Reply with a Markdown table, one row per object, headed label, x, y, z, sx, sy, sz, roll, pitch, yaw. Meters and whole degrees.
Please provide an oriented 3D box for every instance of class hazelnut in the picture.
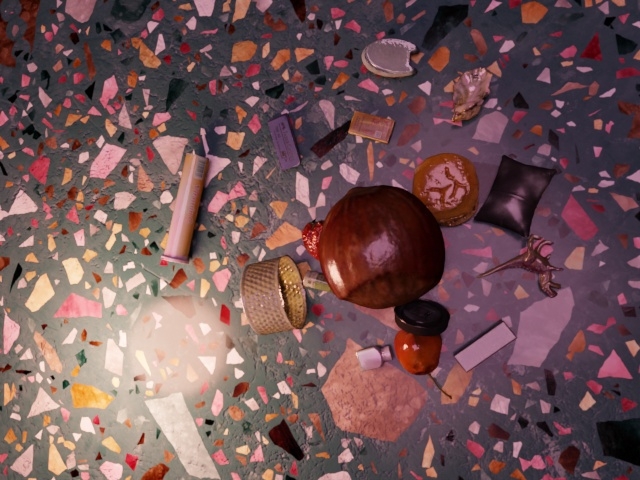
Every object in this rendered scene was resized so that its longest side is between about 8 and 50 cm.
| label | x | y | z | sx | sy | sz | roll | pitch | yaw |
| --- | --- | --- | --- | --- | --- | --- | --- | --- | --- |
| hazelnut | 0.190 | 0.019 | 1.576 | 0.421 | 0.353 | 0.420 | 4 | 96 | 37 |

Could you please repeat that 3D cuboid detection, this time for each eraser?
| label | x | y | z | sx | sy | sz | roll | pitch | yaw |
| --- | --- | --- | --- | --- | --- | --- | --- | --- | --- |
| eraser | -0.137 | -0.379 | 1.856 | 0.082 | 0.036 | 0.224 | -18 | 82 | 14 |

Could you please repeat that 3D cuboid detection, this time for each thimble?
| label | x | y | z | sx | sy | sz | roll | pitch | yaw |
| --- | --- | --- | --- | --- | --- | --- | --- | --- | --- |
| thimble | -0.160 | 0.191 | 1.702 | 0.150 | 0.271 | 0.270 | -13 | 83 | 14 |

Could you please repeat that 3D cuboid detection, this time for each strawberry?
| label | x | y | z | sx | sy | sz | roll | pitch | yaw |
| --- | --- | --- | --- | --- | --- | --- | --- | --- | --- |
| strawberry | -0.004 | -0.003 | 1.752 | 0.131 | 0.131 | 0.148 | 6 | 79 | 14 |

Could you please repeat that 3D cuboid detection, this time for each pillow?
| label | x | y | z | sx | sy | sz | roll | pitch | yaw |
| --- | --- | --- | --- | --- | --- | --- | --- | --- | --- |
| pillow | 0.644 | -0.151 | 1.607 | 0.186 | 0.106 | 0.249 | 23 | 89 | 29 |

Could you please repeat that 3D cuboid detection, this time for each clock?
| label | x | y | z | sx | sy | sz | roll | pitch | yaw |
| --- | --- | --- | --- | --- | --- | --- | --- | --- | --- |
| clock | 0.338 | 0.256 | 1.620 | 0.185 | 0.184 | 0.040 | 8 | 114 | 15 |

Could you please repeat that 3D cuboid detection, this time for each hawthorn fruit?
| label | x | y | z | sx | sy | sz | roll | pitch | yaw |
| --- | --- | --- | --- | --- | --- | --- | --- | --- | --- |
| hawthorn fruit | 0.356 | 0.420 | 1.644 | 0.165 | 0.165 | 0.285 | -21 | 105 | 12 |

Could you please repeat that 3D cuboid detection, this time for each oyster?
| label | x | y | z | sx | sy | sz | roll | pitch | yaw |
| --- | --- | --- | --- | --- | --- | --- | --- | --- | --- |
| oyster | 0.529 | -0.507 | 1.688 | 0.133 | 0.072 | 0.208 | 1 | 66 | 20 |

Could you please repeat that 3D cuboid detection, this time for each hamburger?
| label | x | y | z | sx | sy | sz | roll | pitch | yaw |
| --- | --- | --- | --- | --- | --- | --- | --- | --- | --- |
| hamburger | 0.419 | -0.166 | 1.636 | 0.245 | 0.163 | 0.244 | -1 | 87 | 12 |

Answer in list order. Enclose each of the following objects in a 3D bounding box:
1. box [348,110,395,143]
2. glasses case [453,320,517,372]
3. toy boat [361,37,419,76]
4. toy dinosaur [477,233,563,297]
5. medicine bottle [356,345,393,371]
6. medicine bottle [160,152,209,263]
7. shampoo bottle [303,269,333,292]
| label | x | y | z | sx | sy | sz | roll | pitch | yaw |
| --- | --- | --- | --- | --- | --- | --- | --- | --- | --- |
| box | 0.189 | -0.417 | 1.784 | 0.157 | 0.022 | 0.088 | 17 | 91 | 14 |
| glasses case | 0.550 | 0.356 | 1.624 | 0.205 | 0.047 | 0.070 | -39 | 74 | 9 |
| toy boat | 0.254 | -0.663 | 1.770 | 0.208 | 0.079 | 0.134 | 6 | 95 | 4 |
| toy dinosaur | 0.679 | 0.076 | 1.604 | 0.252 | 0.072 | 0.199 | 18 | 99 | 6 |
| medicine bottle | 0.192 | 0.410 | 1.705 | 0.118 | 0.055 | 0.074 | -19 | 81 | 13 |
| medicine bottle | -0.524 | -0.125 | 1.904 | 0.108 | 0.108 | 0.425 | 12 | 87 | 15 |
| shampoo bottle | 0.042 | 0.160 | 1.756 | 0.205 | 0.065 | 0.065 | 14 | 89 | 15 |
